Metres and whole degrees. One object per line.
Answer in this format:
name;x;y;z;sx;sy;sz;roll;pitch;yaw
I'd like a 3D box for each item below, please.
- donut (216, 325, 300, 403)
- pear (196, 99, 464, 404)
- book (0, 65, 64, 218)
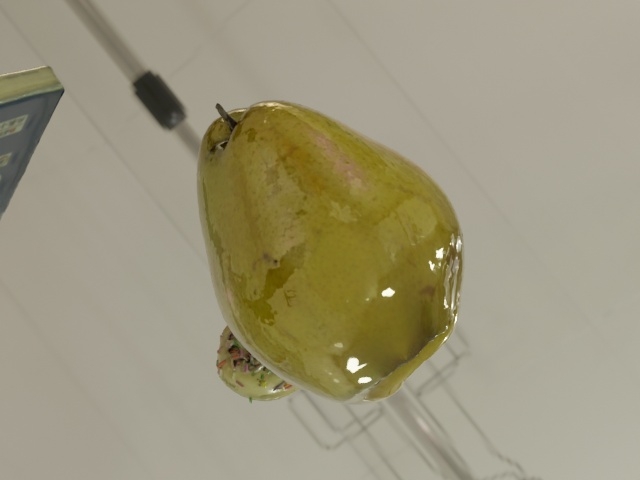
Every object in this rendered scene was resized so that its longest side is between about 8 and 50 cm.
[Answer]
donut;-0.082;0.170;2.027;0.174;0.174;0.068;-39;143;-24
pear;-0.006;0.012;1.380;0.285;0.336;0.285;-59;173;-12
book;-0.384;0.046;0.998;0.300;0.039;0.428;-25;160;-47
